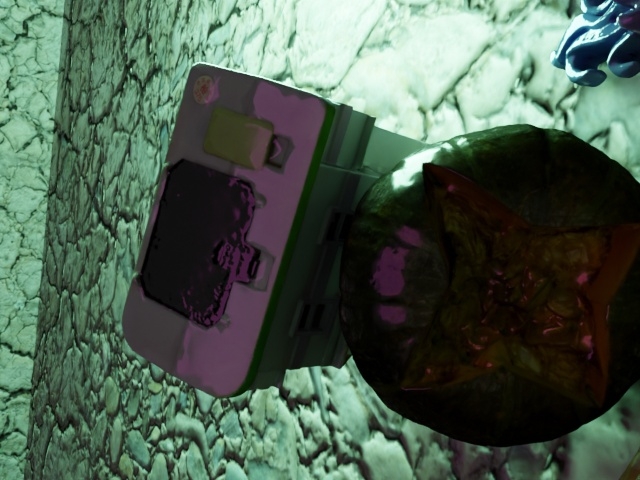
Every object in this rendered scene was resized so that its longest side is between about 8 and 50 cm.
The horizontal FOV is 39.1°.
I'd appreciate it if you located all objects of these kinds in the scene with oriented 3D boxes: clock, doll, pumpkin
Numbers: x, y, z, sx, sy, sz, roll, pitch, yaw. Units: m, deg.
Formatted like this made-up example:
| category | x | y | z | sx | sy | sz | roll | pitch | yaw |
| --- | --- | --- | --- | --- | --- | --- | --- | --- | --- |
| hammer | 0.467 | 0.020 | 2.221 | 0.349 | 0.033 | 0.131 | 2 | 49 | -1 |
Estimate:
| category | x | y | z | sx | sy | sz | roll | pitch | yaw |
| --- | --- | --- | --- | --- | --- | --- | --- | --- | --- |
| clock | 0.000 | 0.000 | 0.793 | 0.166 | 0.310 | 0.235 | 22 | 99 | 34 |
| doll | 0.231 | -0.170 | 0.658 | 0.206 | 0.067 | 0.109 | 141 | 135 | -63 |
| pumpkin | 0.129 | 0.033 | 0.652 | 0.159 | 0.238 | 0.237 | -83 | 3 | -81 |

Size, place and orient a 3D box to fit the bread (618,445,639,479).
| category | x | y | z | sx | sy | sz | roll | pitch | yaw |
| --- | --- | --- | --- | --- | --- | --- | --- | --- | --- |
| bread | 0.267 | 0.230 | 0.467 | 0.119 | 0.153 | 0.288 | -62 | 38 | 43 |
